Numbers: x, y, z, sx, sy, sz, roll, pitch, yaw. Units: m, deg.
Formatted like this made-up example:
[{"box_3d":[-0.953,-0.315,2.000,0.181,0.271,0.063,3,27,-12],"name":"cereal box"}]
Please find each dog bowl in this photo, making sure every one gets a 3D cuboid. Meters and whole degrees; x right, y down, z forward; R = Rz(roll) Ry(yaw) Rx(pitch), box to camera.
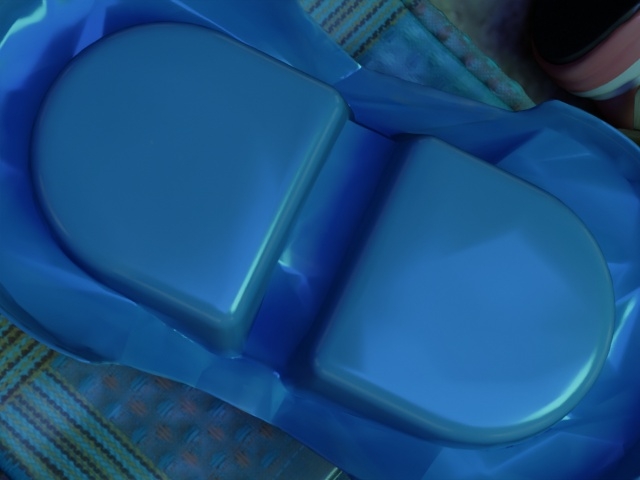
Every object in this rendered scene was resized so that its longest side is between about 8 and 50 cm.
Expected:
[{"box_3d":[0.000,0.000,0.584,0.297,0.074,0.166,26,81,-1],"name":"dog bowl"}]

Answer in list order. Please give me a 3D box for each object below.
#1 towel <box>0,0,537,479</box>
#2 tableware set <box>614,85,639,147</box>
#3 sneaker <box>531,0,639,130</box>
[{"box_3d":[-0.088,-0.049,0.638,0.370,0.040,0.271,43,81,0],"name":"towel"},{"box_3d":[0.199,-0.005,0.755,0.194,0.128,0.039,30,63,-18],"name":"tableware set"},{"box_3d":[0.248,-0.164,0.756,0.314,0.116,0.136,-45,118,2],"name":"sneaker"}]
